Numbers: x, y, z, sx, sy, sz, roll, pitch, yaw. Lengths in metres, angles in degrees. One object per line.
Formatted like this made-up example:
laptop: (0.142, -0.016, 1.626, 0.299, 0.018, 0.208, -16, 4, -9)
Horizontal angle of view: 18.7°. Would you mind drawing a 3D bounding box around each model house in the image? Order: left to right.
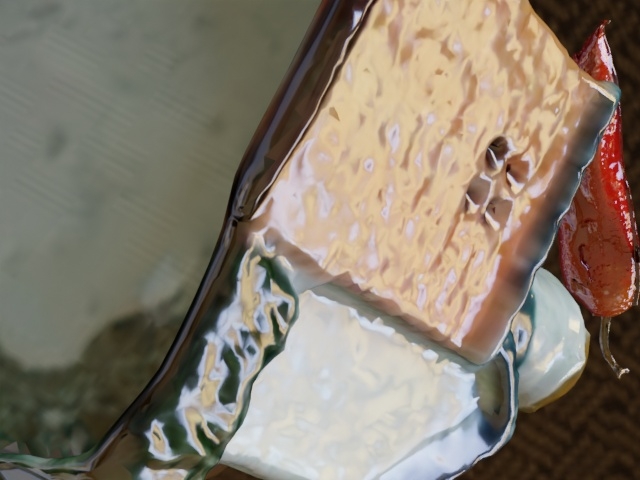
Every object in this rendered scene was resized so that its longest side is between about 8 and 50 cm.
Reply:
model house: (0.000, 0.000, 0.722, 0.291, 0.184, 0.253, 35, 80, -46)

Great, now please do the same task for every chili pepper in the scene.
chili pepper: (0.180, -0.021, 1.275, 0.050, 0.059, 0.268, -19, 125, -14)
